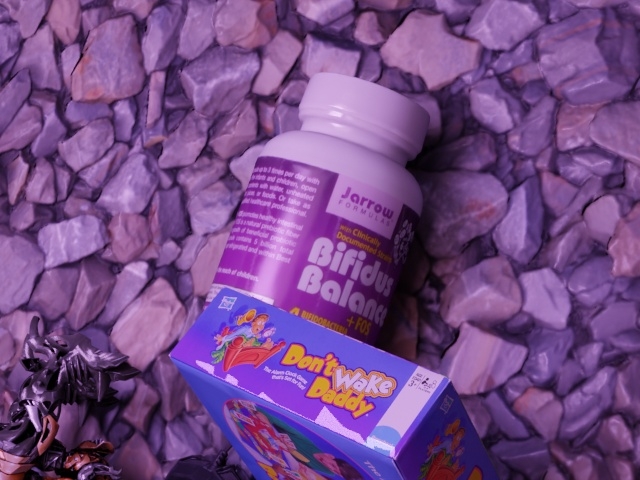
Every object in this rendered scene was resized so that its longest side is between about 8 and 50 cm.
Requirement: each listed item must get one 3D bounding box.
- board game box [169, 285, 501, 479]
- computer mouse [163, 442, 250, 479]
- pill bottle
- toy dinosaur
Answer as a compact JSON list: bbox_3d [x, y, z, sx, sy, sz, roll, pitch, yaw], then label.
[{"bbox_3d":[0.045,0.202,1.397,0.233,0.347,0.078,21,63,36],"label":"board game box"},{"bbox_3d":[-0.091,0.271,1.625,0.184,0.060,0.262,16,61,40],"label":"computer mouse"},{"bbox_3d":[0.000,0.000,1.615,0.169,0.169,0.302,14,81,36],"label":"pill bottle"},{"bbox_3d":[-0.288,0.204,1.680,0.164,0.322,0.218,-7,47,55],"label":"toy dinosaur"}]
